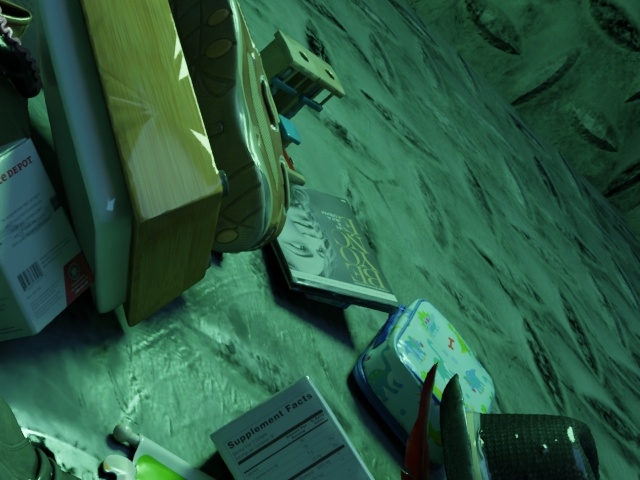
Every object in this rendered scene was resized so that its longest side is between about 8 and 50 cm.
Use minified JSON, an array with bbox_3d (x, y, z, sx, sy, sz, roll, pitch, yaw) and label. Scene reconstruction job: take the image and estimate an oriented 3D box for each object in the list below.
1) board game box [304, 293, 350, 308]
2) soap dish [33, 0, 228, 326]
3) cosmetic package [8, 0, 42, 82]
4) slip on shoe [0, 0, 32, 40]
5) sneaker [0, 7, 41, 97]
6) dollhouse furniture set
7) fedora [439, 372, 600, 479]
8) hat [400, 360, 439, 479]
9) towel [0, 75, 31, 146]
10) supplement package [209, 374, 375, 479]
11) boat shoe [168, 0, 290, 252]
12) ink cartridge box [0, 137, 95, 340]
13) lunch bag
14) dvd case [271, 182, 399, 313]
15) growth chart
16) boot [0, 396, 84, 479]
[{"bbox_3d":[-0.004,0.042,1.483,0.090,0.020,0.090,18,39,-53],"label":"board game box"},{"bbox_3d":[-0.176,-0.097,1.036,0.229,0.118,0.291,112,-36,-63],"label":"soap dish"},{"bbox_3d":[-0.275,-0.301,1.264,0.151,0.183,0.151,47,22,-11],"label":"cosmetic package"},{"bbox_3d":[-0.338,-0.230,1.095,0.135,0.041,0.051,31,27,-44],"label":"slip on shoe"},{"bbox_3d":[-0.311,-0.179,1.074,0.057,0.047,0.119,-44,118,-26],"label":"sneaker"},{"bbox_3d":[-0.035,-0.168,1.606,0.129,0.129,0.184,26,32,-48],"label":"dollhouse furniture set"},{"bbox_3d":[0.226,0.290,1.197,0.334,0.152,0.334,-11,90,-80],"label":"fedora"},{"bbox_3d":[0.104,0.276,1.095,0.208,0.183,0.173,48,20,-8],"label":"hat"},{"bbox_3d":[-0.342,-0.123,1.034,0.187,0.049,0.282,34,26,-41],"label":"towel"},{"bbox_3d":[-0.006,0.227,1.022,0.179,0.105,0.105,57,-6,14],"label":"supplement package"},{"bbox_3d":[-0.106,-0.141,1.208,0.116,0.123,0.325,12,67,-66],"label":"boat shoe"},{"bbox_3d":[-0.252,-0.001,0.921,0.135,0.056,0.099,69,27,-18],"label":"ink cartridge box"},{"bbox_3d":[0.133,0.175,1.448,0.176,0.090,0.219,51,21,-3],"label":"lunch bag"},{"bbox_3d":[0.000,0.000,1.478,0.164,0.018,0.221,15,34,-33],"label":"dvd case"},{"bbox_3d":[-0.103,0.264,0.925,0.172,0.021,0.237,35,25,-38],"label":"growth chart"},{"bbox_3d":[-0.220,0.195,0.730,0.161,0.083,0.246,50,22,-18],"label":"boot"}]
